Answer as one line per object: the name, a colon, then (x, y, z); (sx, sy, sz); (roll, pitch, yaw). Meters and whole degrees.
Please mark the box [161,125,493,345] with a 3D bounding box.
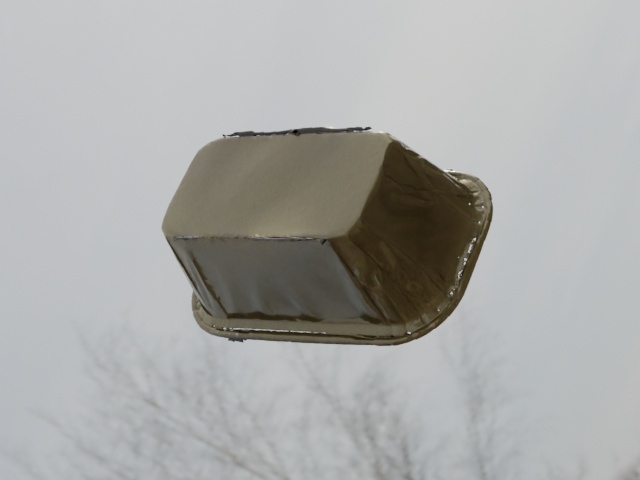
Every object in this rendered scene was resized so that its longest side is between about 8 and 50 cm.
box: (0.000, 0.000, 0.796); (0.111, 0.177, 0.111); (0, -90, -50)
